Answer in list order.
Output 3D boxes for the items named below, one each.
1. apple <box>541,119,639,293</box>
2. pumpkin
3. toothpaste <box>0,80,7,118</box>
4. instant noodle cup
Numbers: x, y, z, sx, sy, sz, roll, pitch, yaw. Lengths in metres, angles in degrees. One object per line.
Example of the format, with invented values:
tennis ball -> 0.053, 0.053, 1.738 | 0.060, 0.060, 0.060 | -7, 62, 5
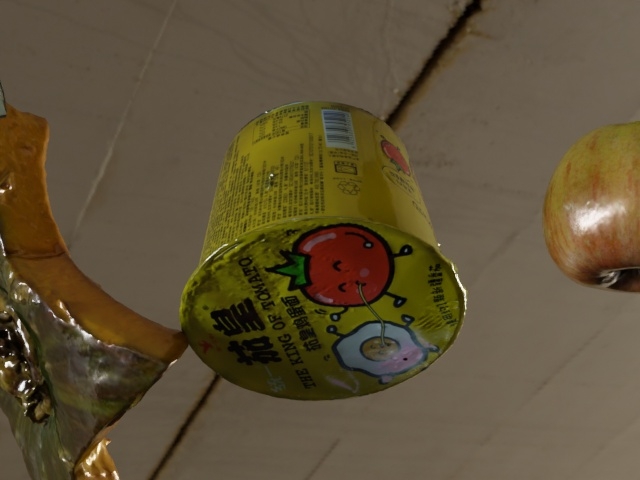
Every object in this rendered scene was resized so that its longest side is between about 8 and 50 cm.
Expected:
apple -> 0.134, -0.015, 0.396 | 0.083, 0.071, 0.084 | 4, -16, 1
pumpkin -> -0.206, 0.072, 0.699 | 0.095, 0.258, 0.290 | -17, -30, -30
toothpaste -> -0.245, -0.060, 0.466 | 0.164, 0.034, 0.046 | -16, 0, -33
instant noodle cup -> 0.000, 0.000, 0.633 | 0.182, 0.144, 0.182 | -1, -44, -1
